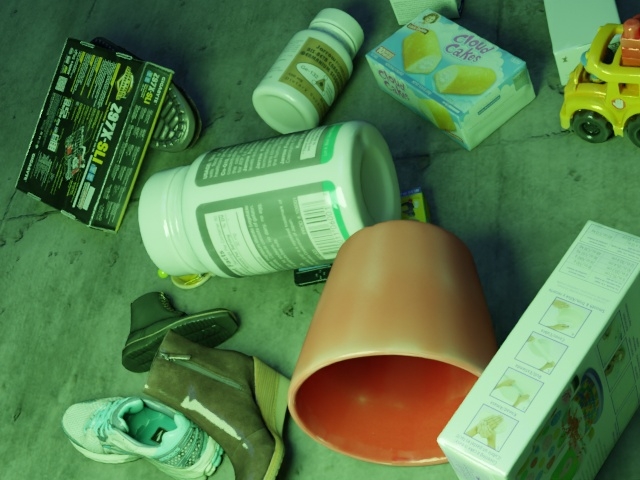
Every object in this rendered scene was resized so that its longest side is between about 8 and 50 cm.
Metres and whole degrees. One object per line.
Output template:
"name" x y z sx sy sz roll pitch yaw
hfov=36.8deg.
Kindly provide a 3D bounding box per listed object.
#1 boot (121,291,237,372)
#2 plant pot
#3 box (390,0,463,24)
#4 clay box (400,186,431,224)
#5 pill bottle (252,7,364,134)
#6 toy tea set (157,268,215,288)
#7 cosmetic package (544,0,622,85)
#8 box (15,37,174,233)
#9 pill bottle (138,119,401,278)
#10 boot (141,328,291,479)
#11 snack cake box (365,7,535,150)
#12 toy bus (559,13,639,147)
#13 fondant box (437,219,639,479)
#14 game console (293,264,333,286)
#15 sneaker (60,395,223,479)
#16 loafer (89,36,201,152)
"boot" -0.233 0.119 1.558 0.197 0.077 0.137 -19 42 10
"plant pot" 0.105 0.123 1.257 0.274 0.275 0.243 -10 47 19
"box" 0.192 -0.484 1.802 0.126 0.137 0.072 -1 52 25
"clay box" 0.113 0.028 1.473 0.127 0.053 0.222 -16 47 14
"pill bottle" -0.015 -0.312 1.765 0.131 0.131 0.229 14 60 34
"toy tea set" -0.149 -0.069 1.632 0.336 0.124 0.200 -27 46 4
"cosmetic package" 0.444 -0.378 1.629 0.117 0.085 0.231 -11 51 18
"box" -0.434 -0.204 1.823 0.257 0.079 0.322 22 94 36
"pill bottle" -0.078 -0.052 1.445 0.361 0.204 0.204 -8 50 25
"boot" -0.152 0.248 1.326 0.206 0.090 0.248 22 40 -11
"snack cake box" 0.221 -0.283 1.655 0.152 0.089 0.264 -40 47 -8
"toy bus" 0.462 -0.254 1.430 0.220 0.211 0.149 13 61 35
"fondant box" 0.291 0.176 1.134 0.096 0.238 0.330 23 65 37
"game console" 0.000 0.000 1.537 0.107 0.071 0.122 -11 48 9
"sneaker" -0.280 0.267 1.419 0.283 0.122 0.110 4 55 29
"loafer" -0.334 -0.290 1.897 0.366 0.130 0.134 44 109 34
